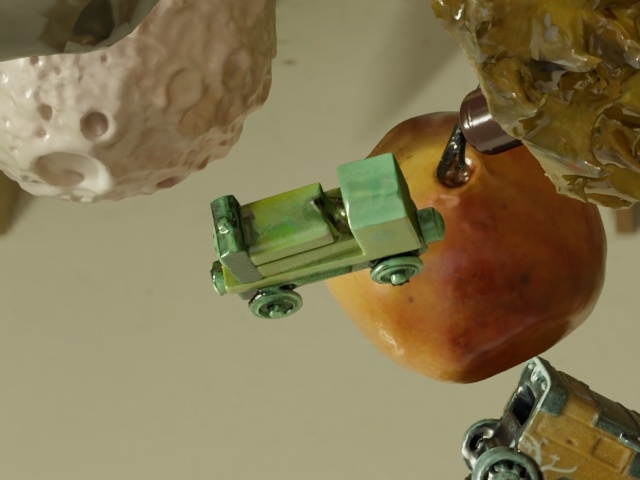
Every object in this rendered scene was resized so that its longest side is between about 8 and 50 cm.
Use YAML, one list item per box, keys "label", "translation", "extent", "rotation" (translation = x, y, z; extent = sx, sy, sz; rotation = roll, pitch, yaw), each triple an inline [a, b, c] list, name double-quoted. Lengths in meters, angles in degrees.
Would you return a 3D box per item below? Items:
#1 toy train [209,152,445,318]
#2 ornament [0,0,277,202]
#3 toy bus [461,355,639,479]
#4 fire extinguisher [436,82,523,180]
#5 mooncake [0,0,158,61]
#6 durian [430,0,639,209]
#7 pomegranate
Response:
- label: "toy train"
  translation: [0.000, 0.000, 0.885]
  extent: [0.081, 0.122, 0.050]
  rotation: [60, -163, -65]
- label: "ornament"
  translation: [-0.146, -0.156, 1.249]
  extent: [0.259, 0.225, 0.259]
  rotation: [-23, -90, -88]
- label: "toy bus"
  translation: [0.170, 0.246, 1.431]
  extent: [0.275, 0.167, 0.138]
  rotation: [-63, 3, 5]
- label: "fire extinguisher"
  translation: [0.132, -0.090, 1.086]
  extent: [0.045, 0.157, 0.078]
  rotation: [29, -120, -29]
- label: "mooncake"
  translation: [-0.221, -0.172, 0.483]
  extent: [0.381, 0.350, 0.212]
  rotation: [-41, -5, -22]
- label: "durian"
  translation: [0.098, -0.153, 0.574]
  extent: [0.185, 0.195, 0.305]
  rotation: [-91, -24, -58]
- label: "pomegranate"
  translation: [0.109, 0.003, 1.300]
  extent: [0.209, 0.209, 0.209]
  rotation: [0, -90, -70]
